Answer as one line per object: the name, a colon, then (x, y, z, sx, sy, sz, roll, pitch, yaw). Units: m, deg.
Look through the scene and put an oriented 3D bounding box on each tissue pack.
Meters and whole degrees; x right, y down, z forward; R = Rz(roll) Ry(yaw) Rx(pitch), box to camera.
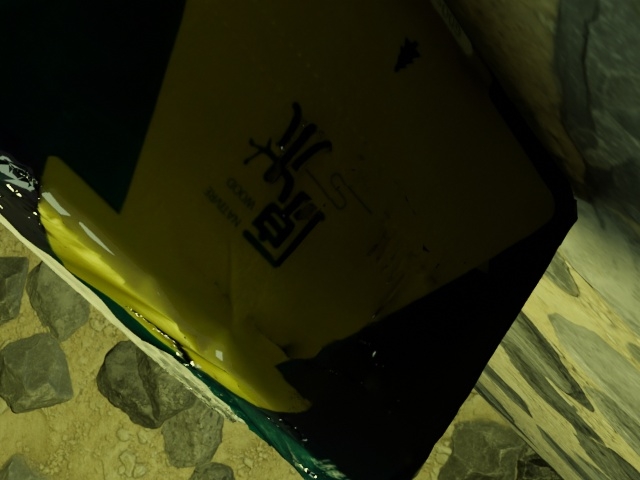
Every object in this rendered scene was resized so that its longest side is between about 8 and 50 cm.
tissue pack: (-0.063, -0.070, 0.600, 0.253, 0.264, 0.416, 14, 150, 53)
